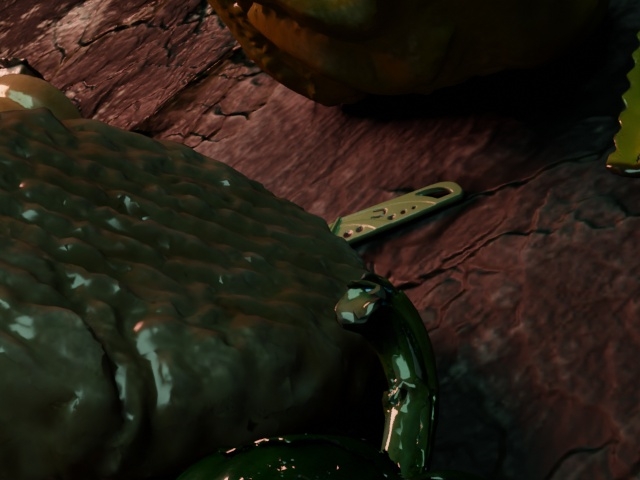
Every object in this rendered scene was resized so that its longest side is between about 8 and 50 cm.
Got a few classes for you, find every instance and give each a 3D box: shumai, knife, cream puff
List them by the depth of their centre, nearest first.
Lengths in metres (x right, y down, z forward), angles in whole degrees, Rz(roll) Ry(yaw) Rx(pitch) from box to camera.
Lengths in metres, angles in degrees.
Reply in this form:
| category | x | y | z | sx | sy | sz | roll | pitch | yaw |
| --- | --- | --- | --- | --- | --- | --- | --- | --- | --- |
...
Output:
| category | x | y | z | sx | sy | sz | roll | pitch | yaw |
| --- | --- | --- | --- | --- | --- | --- | --- | --- | --- |
| shumai | -0.129 | 0.093 | 0.570 | 0.267 | 0.314 | 0.262 | -107 | 33 | -54 |
| knife | 0.000 | 0.000 | 0.696 | 0.207 | 0.014 | 0.030 | -20 | 36 | 16 |
| cream puff | 0.024 | -0.207 | 0.706 | 0.270 | 0.323 | 0.274 | -42 | 19 | 28 |

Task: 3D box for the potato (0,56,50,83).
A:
| category | x | y | z | sx | sy | sz | roll | pitch | yaw |
| --- | --- | --- | --- | --- | --- | --- | --- | --- | --- |
| potato | -0.335 | -0.134 | 1.050 | 0.122 | 0.086 | 0.061 | -12 | 55 | 24 |

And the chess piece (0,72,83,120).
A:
| category | x | y | z | sx | sy | sz | roll | pitch | yaw |
| --- | --- | --- | --- | --- | --- | --- | --- | --- | --- |
| chess piece | -0.317 | -0.009 | 0.797 | 0.137 | 0.137 | 0.301 | 3 | 36 | 39 |

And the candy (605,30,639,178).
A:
| category | x | y | z | sx | sy | sz | roll | pitch | yaw |
| --- | --- | --- | --- | --- | --- | --- | --- | --- | --- |
| candy | 0.311 | -0.099 | 0.525 | 0.297 | 0.081 | 0.187 | 4 | 49 | 25 |

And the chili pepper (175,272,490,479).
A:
| category | x | y | z | sx | sy | sz | roll | pitch | yaw |
| --- | --- | --- | --- | --- | --- | --- | --- | --- | --- |
| chili pepper | 0.017 | 0.138 | 0.390 | 0.165 | 0.174 | 0.261 | 6 | 57 | 36 |
